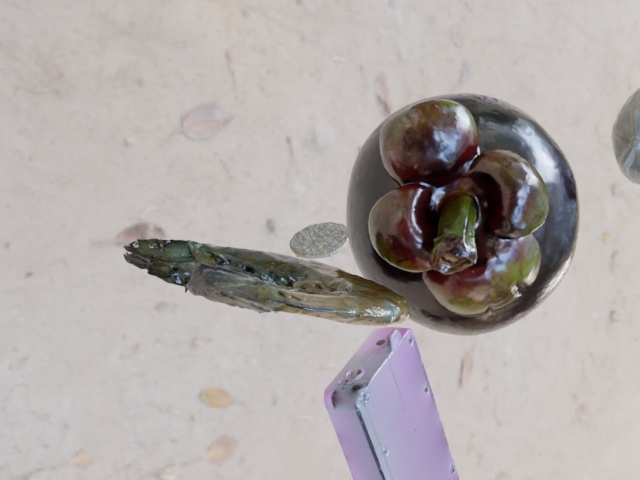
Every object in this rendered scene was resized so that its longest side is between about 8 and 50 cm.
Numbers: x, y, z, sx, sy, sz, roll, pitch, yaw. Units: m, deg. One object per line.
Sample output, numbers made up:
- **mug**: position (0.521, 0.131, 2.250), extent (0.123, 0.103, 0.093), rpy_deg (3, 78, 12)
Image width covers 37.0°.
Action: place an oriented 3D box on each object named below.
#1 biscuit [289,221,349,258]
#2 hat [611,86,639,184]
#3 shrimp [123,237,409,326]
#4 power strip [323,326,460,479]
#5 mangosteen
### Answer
- **biscuit**: position (0.000, 0.000, 2.191), extent (0.152, 0.152, 0.020), rpy_deg (-44, 131, -43)
- **hat**: position (0.609, -0.155, 1.536), extent (0.161, 0.275, 0.232), rpy_deg (-58, 157, -50)
- **shrimp**: position (-0.096, 0.063, 1.351), extent (0.272, 0.445, 0.085), rpy_deg (-6, 107, -71)
- **power strip**: position (0.079, 0.210, 0.851), extent (0.109, 0.037, 0.279), rpy_deg (-45, 124, -46)
- **mangosteen**: position (0.200, -0.043, 1.464), extent (0.435, 0.382, 0.382), rpy_deg (1, 90, -64)
